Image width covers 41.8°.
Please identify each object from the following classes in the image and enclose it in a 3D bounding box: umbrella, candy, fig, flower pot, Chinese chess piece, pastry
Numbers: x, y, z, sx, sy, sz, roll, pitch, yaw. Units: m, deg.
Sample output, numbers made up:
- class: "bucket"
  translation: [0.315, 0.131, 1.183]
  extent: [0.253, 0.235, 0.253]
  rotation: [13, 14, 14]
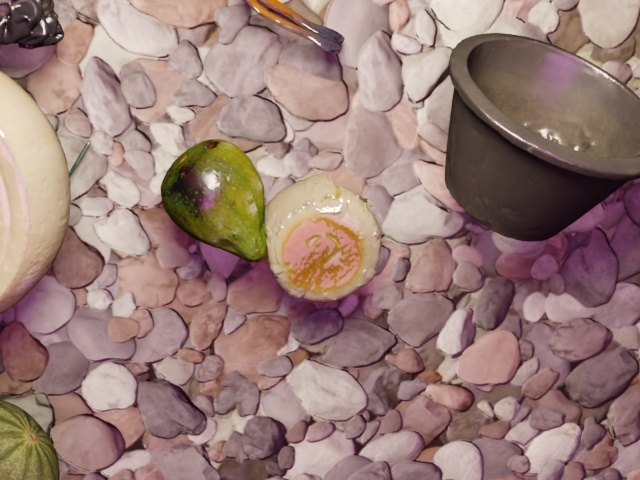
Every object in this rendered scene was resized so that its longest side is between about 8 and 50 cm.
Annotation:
- class: "umbrella"
  translation: [-0.340, -0.349, 0.914]
  extent: [0.110, 0.122, 0.273]
  rotation: [-17, 114, -45]
- class: "candy"
  translation: [-0.324, -0.074, 1.054]
  extent: [0.035, 0.035, 0.123]
  rotation: [32, 97, -20]
- class: "fig"
  translation: [-0.116, -0.043, 1.032]
  extent: [0.123, 0.123, 0.156]
  rotation: [-38, 111, 9]
- class: "flower pot"
  translation: [0.248, -0.110, 0.994]
  extent: [0.269, 0.269, 0.166]
  rotation: [15, 132, -10]
- class: "Chinese chess piece"
  translation: [-0.460, -0.058, 0.970]
  extent: [0.338, 0.140, 0.338]
  rotation: [2, 108, 5]
- class: "pastry"
  translation: [0.000, 0.000, 1.076]
  extent: [0.165, 0.088, 0.166]
  rotation: [-2, 108, -5]

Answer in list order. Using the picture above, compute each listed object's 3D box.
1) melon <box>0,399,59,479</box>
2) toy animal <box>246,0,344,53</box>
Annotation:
- class: "melon"
  translation: [-0.472, 0.344, 1.083]
  extent: [0.237, 0.237, 0.302]
  rotation: [41, 102, -17]
- class: "toy animal"
  translation: [-0.102, -0.376, 0.936]
  extent: [0.302, 0.225, 0.284]
  rotation: [12, 130, 5]
